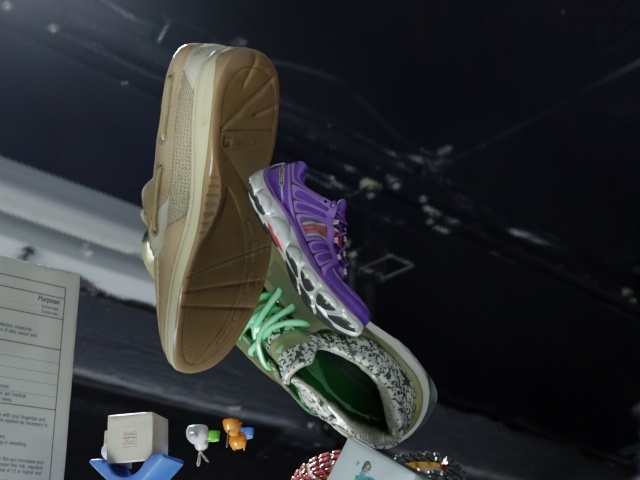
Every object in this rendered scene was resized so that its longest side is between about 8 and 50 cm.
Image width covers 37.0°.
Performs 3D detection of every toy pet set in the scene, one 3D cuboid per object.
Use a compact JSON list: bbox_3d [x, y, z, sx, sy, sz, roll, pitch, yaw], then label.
[{"bbox_3d":[-0.127,0.183,0.784,0.114,0.122,0.065,56,-152,-65],"label":"toy pet set"}]

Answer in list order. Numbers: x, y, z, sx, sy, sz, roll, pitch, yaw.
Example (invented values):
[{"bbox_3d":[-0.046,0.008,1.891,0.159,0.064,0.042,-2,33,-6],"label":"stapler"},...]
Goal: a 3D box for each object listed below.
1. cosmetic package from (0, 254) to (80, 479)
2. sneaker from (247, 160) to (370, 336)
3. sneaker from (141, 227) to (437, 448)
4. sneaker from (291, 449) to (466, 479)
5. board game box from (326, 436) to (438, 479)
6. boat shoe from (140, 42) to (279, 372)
[{"bbox_3d":[-0.302,0.168,0.783,0.160,0.113,0.309,18,-119,-39],"label":"cosmetic package"},{"bbox_3d":[0.000,0.000,0.796,0.071,0.068,0.169,-25,-112,-10],"label":"sneaker"},{"bbox_3d":[-0.037,0.100,1.109,0.410,0.158,0.182,35,-176,1],"label":"sneaker"},{"bbox_3d":[0.070,0.318,1.177,0.225,0.088,0.092,7,-72,-17],"label":"sneaker"},{"bbox_3d":[0.048,0.385,0.999,0.224,0.098,0.303,38,-103,-49],"label":"board game box"},{"bbox_3d":[-0.124,-0.033,1.003,0.122,0.110,0.341,0,-77,-51],"label":"boat shoe"}]
